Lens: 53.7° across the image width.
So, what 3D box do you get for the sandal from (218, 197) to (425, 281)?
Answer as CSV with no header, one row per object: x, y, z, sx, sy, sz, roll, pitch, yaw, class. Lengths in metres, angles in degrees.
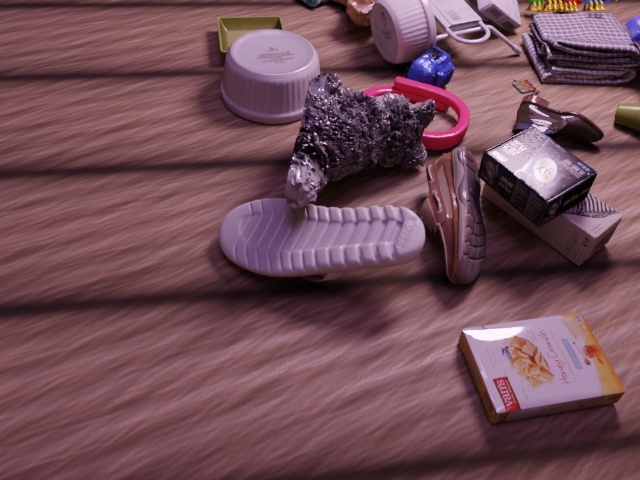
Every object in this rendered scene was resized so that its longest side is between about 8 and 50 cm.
-0.003,0.013,1.244,0.415,0.102,0.170,3,61,16,sandal

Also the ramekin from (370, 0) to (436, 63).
0.221,-0.589,1.746,0.108,0.207,0.207,-22,53,-12,ramekin

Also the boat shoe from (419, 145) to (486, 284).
0.273,-0.049,1.328,0.116,0.123,0.325,-14,51,28,boat shoe

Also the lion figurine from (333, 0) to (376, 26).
0.113,-0.765,1.953,0.240,0.142,0.392,-27,38,-18,lion figurine

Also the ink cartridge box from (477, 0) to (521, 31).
0.525,-0.770,1.903,0.189,0.066,0.233,8,76,-47,ink cartridge box

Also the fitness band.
0.232,-0.322,1.604,0.290,0.054,0.209,19,52,13,fitness band

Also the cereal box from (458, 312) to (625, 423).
0.386,0.221,1.121,0.240,0.047,0.173,-6,49,-11,cereal box

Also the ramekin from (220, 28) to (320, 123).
-0.123,-0.430,1.615,0.272,0.127,0.273,3,47,-3,ramekin

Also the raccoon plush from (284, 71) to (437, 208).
0.096,-0.172,1.353,0.298,0.216,0.447,11,49,-1,raccoon plush

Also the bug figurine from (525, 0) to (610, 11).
0.757,-0.739,1.934,0.216,0.072,0.279,-2,20,-2,bug figurine

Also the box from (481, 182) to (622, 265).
0.495,-0.079,1.372,0.113,0.094,0.275,-32,58,-28,box

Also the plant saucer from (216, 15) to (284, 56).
-0.194,-0.568,1.789,0.188,0.045,0.189,-5,48,-9,plant saucer

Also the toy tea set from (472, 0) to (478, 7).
0.520,-0.895,2.112,0.199,0.124,0.336,-7,59,35,toy tea set

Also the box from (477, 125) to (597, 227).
0.444,-0.136,1.306,0.147,0.078,0.180,-27,56,-21,box

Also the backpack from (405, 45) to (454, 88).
0.291,-0.450,1.690,0.101,0.098,0.120,39,55,23,backpack

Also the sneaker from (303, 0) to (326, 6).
-0.043,-0.789,2.005,0.076,0.065,0.166,-21,54,-43,sneaker

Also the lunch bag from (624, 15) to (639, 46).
0.991,-0.525,1.746,0.293,0.138,0.221,14,46,-15,lunch bag

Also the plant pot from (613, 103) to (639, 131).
0.811,-0.325,1.645,0.079,0.083,0.083,16,47,27,plant pot

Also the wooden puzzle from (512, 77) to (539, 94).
0.567,-0.427,1.756,0.049,0.006,0.083,-14,51,-17,wooden puzzle

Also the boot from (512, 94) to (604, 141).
0.591,-0.274,1.591,0.219,0.082,0.106,27,73,14,boot

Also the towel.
0.750,-0.565,1.821,0.283,0.121,0.235,2,47,-3,towel

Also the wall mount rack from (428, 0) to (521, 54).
0.419,-0.633,1.857,0.303,0.131,0.350,-13,50,-12,wall mount rack
